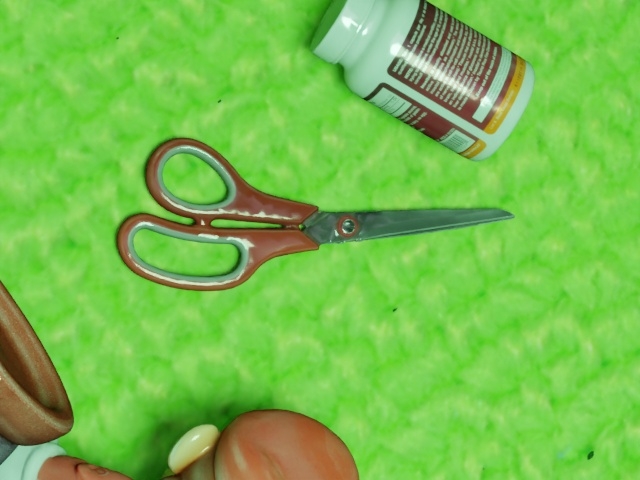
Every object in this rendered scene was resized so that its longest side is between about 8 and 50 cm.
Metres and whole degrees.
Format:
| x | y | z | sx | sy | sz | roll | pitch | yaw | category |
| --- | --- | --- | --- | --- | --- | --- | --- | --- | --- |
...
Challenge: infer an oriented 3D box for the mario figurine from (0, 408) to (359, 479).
| x | y | z | sx | sy | sz | roll | pitch | yaw | category |
| --- | --- | --- | --- | --- | --- | --- | --- | --- | --- |
| -0.123 | 0.217 | 0.967 | 0.320 | 0.170 | 0.198 | -24 | 130 | -5 | mario figurine |

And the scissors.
| x | y | z | sx | sy | sz | roll | pitch | yaw | category |
| --- | --- | --- | --- | --- | --- | --- | --- | --- | --- |
| 0.000 | 0.000 | 1.043 | 0.297 | 0.021 | 0.109 | 11 | 82 | -16 | scissors |

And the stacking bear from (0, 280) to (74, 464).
| x | y | z | sx | sy | sz | roll | pitch | yaw | category |
| --- | --- | --- | --- | --- | --- | --- | --- | --- | --- |
| -0.317 | 0.130 | 0.880 | 0.289 | 0.164 | 0.175 | -32 | 54 | -3 | stacking bear |

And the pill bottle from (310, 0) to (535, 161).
| x | y | z | sx | sy | sz | roll | pitch | yaw | category |
| --- | --- | --- | --- | --- | --- | --- | --- | --- | --- |
| 0.073 | -0.128 | 1.032 | 0.152 | 0.086 | 0.086 | 29 | 80 | -13 | pill bottle |
